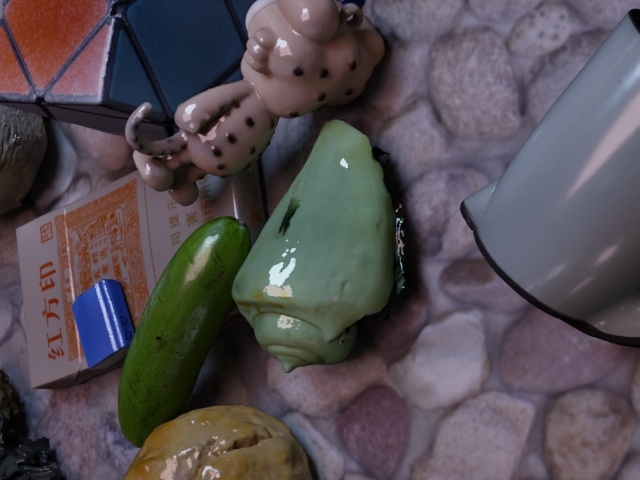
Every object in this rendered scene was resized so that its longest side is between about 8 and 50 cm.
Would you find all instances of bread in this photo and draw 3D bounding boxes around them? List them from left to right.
[{"bbox_3d":[-0.116,0.280,1.491,0.244,0.134,0.244,-7,78,39],"label":"bread"}]

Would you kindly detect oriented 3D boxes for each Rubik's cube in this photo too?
[{"bbox_3d":[-0.215,-0.227,1.638,0.207,0.205,0.205,5,85,41],"label":"Rubik's cube"}]

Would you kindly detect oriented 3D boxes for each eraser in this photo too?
[{"bbox_3d":[-0.238,0.093,1.642,0.063,0.027,0.085,-34,64,34],"label":"eraser"}]

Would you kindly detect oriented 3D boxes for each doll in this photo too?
[{"bbox_3d":[-0.067,-0.146,1.498,0.278,0.154,0.119,-35,57,5],"label":"doll"}]

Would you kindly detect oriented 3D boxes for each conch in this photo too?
[{"bbox_3d":[0.014,0.012,1.459,0.250,0.137,0.143,-57,21,-7],"label":"conch"}]

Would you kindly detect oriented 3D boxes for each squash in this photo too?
[{"bbox_3d":[-0.148,0.098,1.532,0.082,0.082,0.292,48,123,37],"label":"squash"}]

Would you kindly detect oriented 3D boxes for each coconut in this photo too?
[{"bbox_3d":[-0.456,-0.147,1.824,0.227,0.227,0.230,-38,65,29],"label":"coconut"}]

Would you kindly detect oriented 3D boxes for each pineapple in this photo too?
[{"bbox_3d":[-0.389,0.241,1.753,0.248,0.128,0.128,47,112,33],"label":"pineapple"}]

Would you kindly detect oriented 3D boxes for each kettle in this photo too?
[{"bbox_3d":[0.261,-0.031,1.221,0.221,0.161,0.236,42,113,6],"label":"kettle"}]

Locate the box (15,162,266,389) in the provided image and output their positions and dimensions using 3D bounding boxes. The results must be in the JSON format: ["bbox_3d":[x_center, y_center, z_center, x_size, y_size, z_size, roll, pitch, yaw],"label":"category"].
[{"bbox_3d":[-0.206,0.028,1.677,0.365,0.051,0.205,-22,69,37],"label":"box"}]

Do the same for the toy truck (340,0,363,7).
[{"bbox_3d":[0.024,-0.313,1.506,0.208,0.113,0.126,-29,64,35],"label":"toy truck"}]
